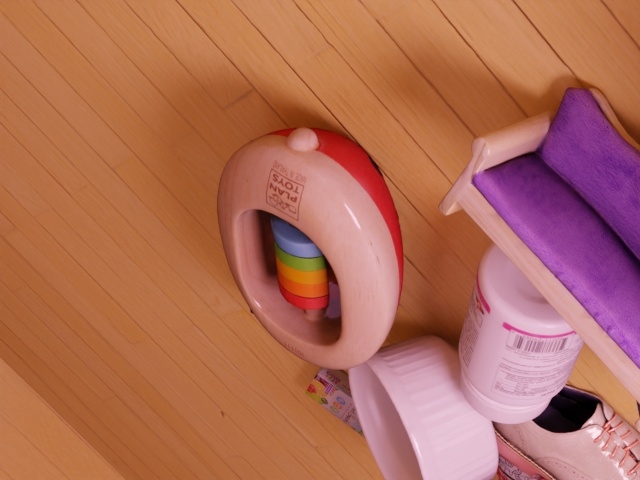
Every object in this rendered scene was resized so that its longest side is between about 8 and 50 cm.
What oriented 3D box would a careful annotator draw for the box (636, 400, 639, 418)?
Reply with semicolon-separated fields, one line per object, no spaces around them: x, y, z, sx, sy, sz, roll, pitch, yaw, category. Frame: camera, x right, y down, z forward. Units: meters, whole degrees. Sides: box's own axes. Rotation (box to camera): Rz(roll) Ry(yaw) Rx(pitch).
0.472;0.109;1.474;0.242;0.076;0.307;4;117;45;box

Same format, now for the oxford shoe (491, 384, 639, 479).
0.412;0.318;1.835;0.397;0.140;0.146;27;144;20;oxford shoe

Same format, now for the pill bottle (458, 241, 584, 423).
0.272;0.123;1.706;0.160;0.160;0.283;30;148;16;pill bottle

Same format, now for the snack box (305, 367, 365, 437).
0.047;0.286;2.281;0.141;0.037;0.100;36;150;5;snack box

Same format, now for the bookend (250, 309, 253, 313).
-0.039;0.079;2.070;0.157;0.072;0.156;25;146;22;bookend

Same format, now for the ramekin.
0.160;0.279;1.958;0.277;0.135;0.277;159;90;-77;ramekin

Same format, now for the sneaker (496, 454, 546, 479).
0.393;0.388;1.991;0.270;0.090;0.145;22;148;31;sneaker

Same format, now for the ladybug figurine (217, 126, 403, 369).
0.000;0.000;1.825;0.305;0.162;0.449;30;146;23;ladybug figurine

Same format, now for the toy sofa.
0.318;0.010;1.394;0.362;0.150;0.177;50;136;19;toy sofa
